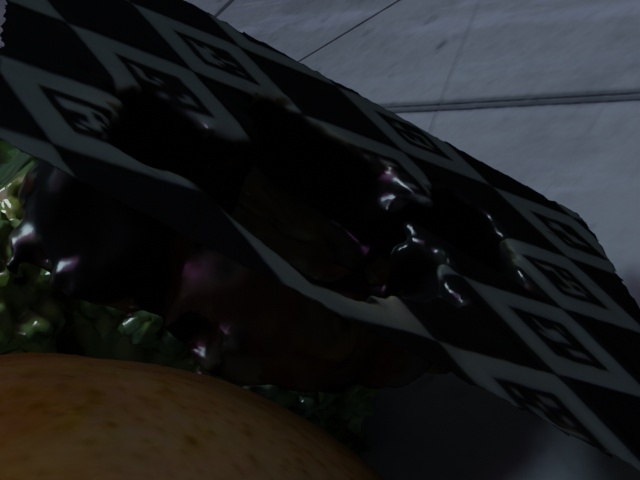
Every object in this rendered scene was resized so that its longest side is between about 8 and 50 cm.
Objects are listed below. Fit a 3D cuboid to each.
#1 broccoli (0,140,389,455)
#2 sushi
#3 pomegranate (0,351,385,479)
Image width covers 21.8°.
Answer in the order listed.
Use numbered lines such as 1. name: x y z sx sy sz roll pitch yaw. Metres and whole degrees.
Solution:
1. broccoli: -0.132 0.067 0.772 0.375 0.249 0.302 -20 25 24
2. sushi: 0.000 0.000 0.613 0.059 0.294 0.292 -58 17 17
3. pomegranate: -0.080 0.172 0.482 0.319 0.319 0.319 -31 24 15
